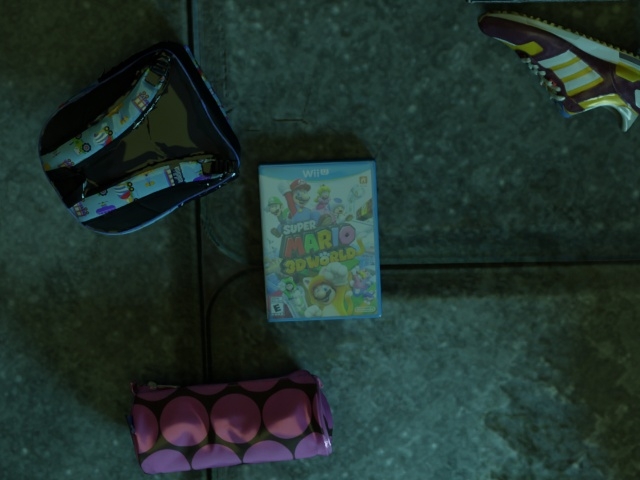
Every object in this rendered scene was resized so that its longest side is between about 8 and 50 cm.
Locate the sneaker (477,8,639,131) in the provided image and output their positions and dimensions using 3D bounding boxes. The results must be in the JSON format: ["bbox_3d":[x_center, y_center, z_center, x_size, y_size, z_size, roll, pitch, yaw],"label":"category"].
[{"bbox_3d":[0.234,-0.167,1.828,0.185,0.069,0.084,19,99,-3],"label":"sneaker"}]

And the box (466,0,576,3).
[{"bbox_3d":[0.295,-0.359,1.772,0.322,0.079,0.257,-2,107,1],"label":"box"}]

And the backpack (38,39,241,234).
[{"bbox_3d":[-0.180,-0.095,1.830,0.173,0.117,0.158,-30,103,8],"label":"backpack"}]

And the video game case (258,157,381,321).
[{"bbox_3d":[0.000,0.000,1.905,0.119,0.015,0.166,-2,105,2],"label":"video game case"}]

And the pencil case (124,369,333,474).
[{"bbox_3d":[-0.093,0.184,1.922,0.209,0.095,0.098,-5,84,0],"label":"pencil case"}]
